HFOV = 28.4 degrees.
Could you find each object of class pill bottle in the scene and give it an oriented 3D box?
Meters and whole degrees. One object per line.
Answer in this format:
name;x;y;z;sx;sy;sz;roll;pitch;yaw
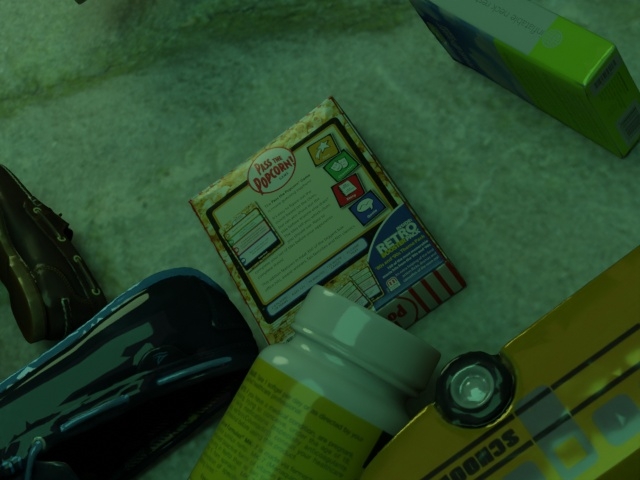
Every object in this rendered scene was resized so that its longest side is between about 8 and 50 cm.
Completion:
pill bottle;-0.013;0.142;0.840;0.119;0.119;0.208;27;85;35

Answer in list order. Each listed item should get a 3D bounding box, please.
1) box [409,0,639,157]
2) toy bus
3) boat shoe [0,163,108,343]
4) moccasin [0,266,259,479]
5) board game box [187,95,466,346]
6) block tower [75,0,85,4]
box;0.152;-0.137;0.931;0.178;0.109;0.042;38;88;36
toy bus;0.182;0.101;0.784;0.332;0.108;0.130;-37;54;4
boat shoe;-0.247;0.006;1.086;0.073;0.073;0.207;-15;52;-27
moccasin;-0.192;0.160;0.926;0.342;0.138;0.117;-44;57;0
board game box;0.000;0.000;0.972;0.147;0.045;0.193;-35;54;6
block tower;-0.135;-0.353;1.142;0.335;0.091;0.097;-34;55;5
